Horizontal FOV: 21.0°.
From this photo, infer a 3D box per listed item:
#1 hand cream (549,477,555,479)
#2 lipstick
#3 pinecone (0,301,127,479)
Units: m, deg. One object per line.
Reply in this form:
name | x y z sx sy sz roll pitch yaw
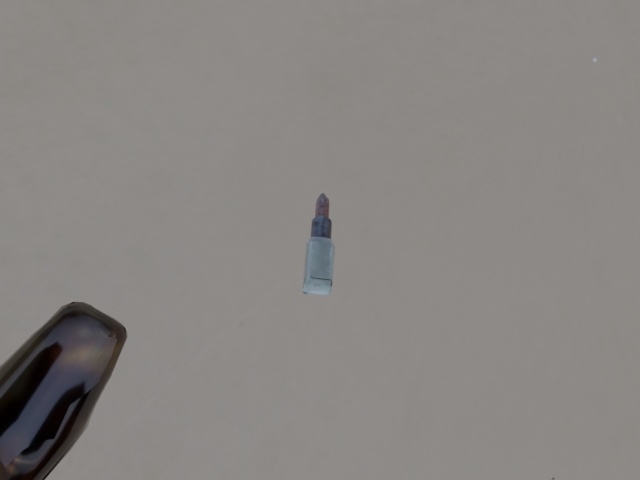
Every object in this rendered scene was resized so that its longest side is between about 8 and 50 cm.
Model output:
hand cream | 0.154 0.248 1.465 0.059 0.276 0.095 -6 84 -16
lipstick | 0.000 0.000 1.536 0.025 0.107 0.025 7 140 -3
pinecone | -0.102 0.105 0.383 0.201 0.202 0.229 -29 76 -20
